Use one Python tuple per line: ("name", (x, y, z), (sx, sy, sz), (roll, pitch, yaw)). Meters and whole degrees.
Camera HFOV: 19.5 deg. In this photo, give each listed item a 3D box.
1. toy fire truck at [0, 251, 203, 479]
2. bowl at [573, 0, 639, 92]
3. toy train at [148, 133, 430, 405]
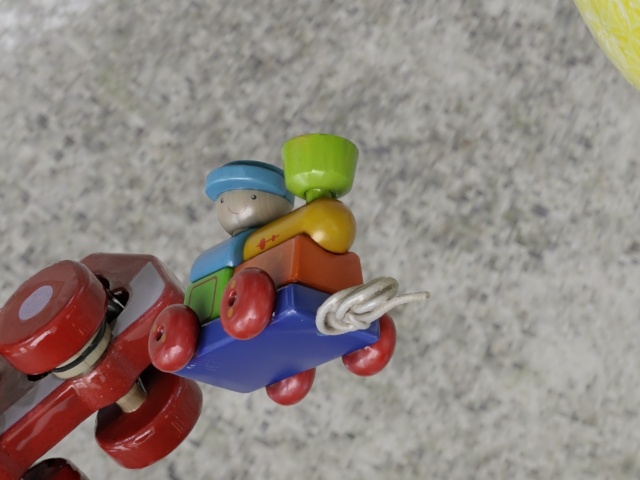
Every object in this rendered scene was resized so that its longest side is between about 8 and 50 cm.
("toy fire truck", (-0.251, 0.115, 1.605), (0.302, 0.254, 0.169), (-42, 120, -1))
("bowl", (0.178, -0.187, 0.918), (0.156, 0.289, 0.289), (4, 126, 8))
("toy train", (0.000, 0.000, 1.089), (0.105, 0.143, 0.248), (18, 154, -28))
